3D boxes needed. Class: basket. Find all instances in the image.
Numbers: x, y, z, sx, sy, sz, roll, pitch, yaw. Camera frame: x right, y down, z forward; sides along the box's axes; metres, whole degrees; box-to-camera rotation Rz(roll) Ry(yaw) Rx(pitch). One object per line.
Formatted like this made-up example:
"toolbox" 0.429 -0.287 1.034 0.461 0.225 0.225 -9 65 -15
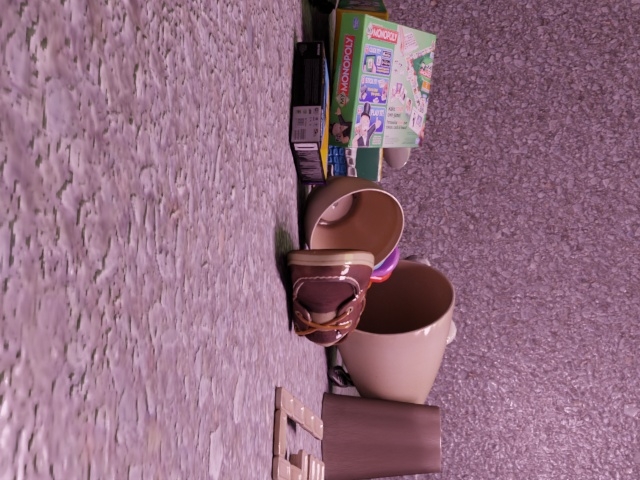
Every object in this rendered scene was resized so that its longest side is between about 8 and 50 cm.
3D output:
"basket" 0.122 0.390 1.828 0.154 0.226 0.204 -83 171 -53

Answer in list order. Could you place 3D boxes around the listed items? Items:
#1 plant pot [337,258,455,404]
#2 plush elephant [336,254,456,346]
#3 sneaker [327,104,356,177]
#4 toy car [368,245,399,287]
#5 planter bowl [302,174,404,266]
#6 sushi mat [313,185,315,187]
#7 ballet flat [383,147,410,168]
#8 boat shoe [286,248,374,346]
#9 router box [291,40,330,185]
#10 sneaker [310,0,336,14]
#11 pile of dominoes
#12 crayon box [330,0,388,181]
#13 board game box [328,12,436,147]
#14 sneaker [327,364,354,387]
"plant pot" 0.148 0.220 1.897 0.256 0.256 0.274 -82 168 -57
"plush elephant" 0.182 0.203 2.159 0.255 0.272 0.330 45 -6 -7
"sneaker" 0.035 -0.162 1.660 0.083 0.071 0.191 100 -1 -76
"toy car" 0.081 0.033 1.777 0.182 0.136 0.159 103 -13 -63
"planter bowl" 0.039 -0.038 1.498 0.109 0.162 0.162 -126 -155 -50
"sushi mat" 0.000 0.000 1.679 0.151 0.019 0.317 45 45 -83
"ballet flat" 0.151 -0.260 1.995 0.068 0.072 0.213 33 53 -59
"boat shoe" 0.014 0.091 1.343 0.342 0.123 0.123 92 -3 -77
"router box" -0.013 -0.193 1.421 0.133 0.046 0.179 78 13 -65
"sneaker" 0.006 -0.434 1.632 0.170 0.051 0.089 45 49 -80
"pile of dominoes" -0.042 0.322 1.267 0.251 0.040 0.196 58 32 -64
"crayon box" 0.073 -0.311 1.850 0.363 0.106 0.313 -84 175 -73
"board game box" 0.114 -0.268 1.618 0.317 0.046 0.214 -10 108 -62
"sneaker" 0.036 0.287 1.927 0.109 0.043 0.040 41 41 -58
